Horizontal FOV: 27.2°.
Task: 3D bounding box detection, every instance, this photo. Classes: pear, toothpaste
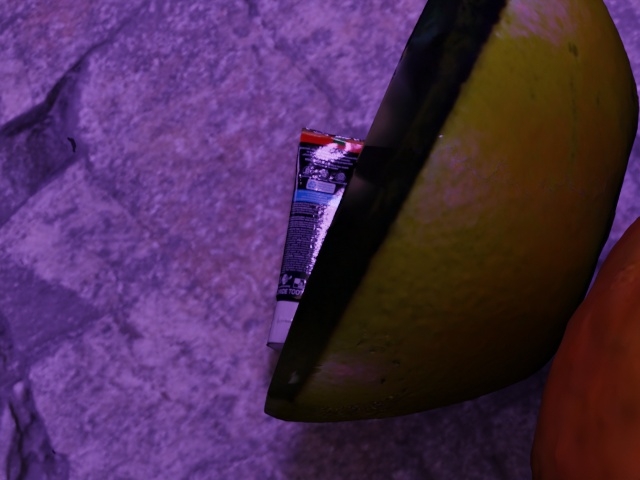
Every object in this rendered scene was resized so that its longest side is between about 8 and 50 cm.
[{"bbox_3d":[0.113,-0.025,0.933,0.165,0.399,0.398,23,86,3],"label":"pear"},{"bbox_3d":[0.000,0.000,1.116,0.071,0.045,0.193,10,76,7],"label":"toothpaste"}]

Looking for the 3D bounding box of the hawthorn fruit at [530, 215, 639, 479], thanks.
[{"bbox_3d":[0.359,0.131,0.803,0.472,0.472,0.471,-2,79,14],"label":"hawthorn fruit"}]
